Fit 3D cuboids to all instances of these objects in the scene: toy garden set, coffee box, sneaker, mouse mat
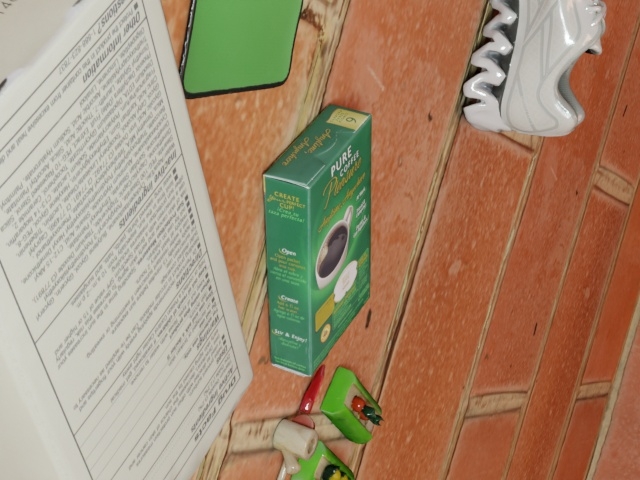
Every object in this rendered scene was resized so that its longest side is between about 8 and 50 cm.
[{"bbox_3d":[-0.009,0.227,1.208,0.244,0.049,0.204,-67,157,-16],"label":"toy garden set"},{"bbox_3d":[0.000,0.000,1.078,0.113,0.040,0.184,-51,149,-44],"label":"coffee box"},{"bbox_3d":[0.221,-0.238,1.332,0.110,0.118,0.292,-24,126,-59],"label":"sneaker"},{"bbox_3d":[-0.039,-0.187,0.899,0.152,0.007,0.190,-20,123,-63],"label":"mouse mat"}]

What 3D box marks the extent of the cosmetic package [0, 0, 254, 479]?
[{"bbox_3d":[-0.135,0.012,0.677,0.160,0.113,0.309,-56,153,-35],"label":"cosmetic package"}]
